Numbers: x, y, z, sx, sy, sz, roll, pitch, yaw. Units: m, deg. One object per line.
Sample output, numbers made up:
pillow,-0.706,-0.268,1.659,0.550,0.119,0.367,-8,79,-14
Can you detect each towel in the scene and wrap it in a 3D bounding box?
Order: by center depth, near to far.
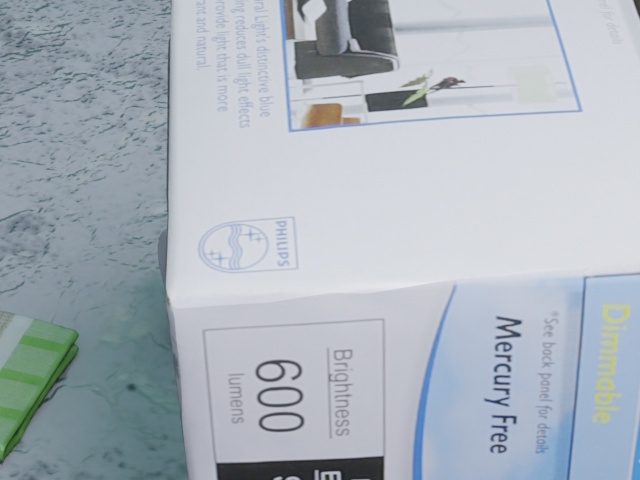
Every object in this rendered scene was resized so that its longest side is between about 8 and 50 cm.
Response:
towel,-0.238,0.080,1.076,0.152,0.023,0.113,13,44,14

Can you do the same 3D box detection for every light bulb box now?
light bulb box,0.122,0.069,0.810,0.361,0.358,0.225,-4,41,-1

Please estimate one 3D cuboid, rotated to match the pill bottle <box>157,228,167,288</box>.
pill bottle,0.000,0.000,1.090,0.187,0.112,0.112,-21,43,-23
